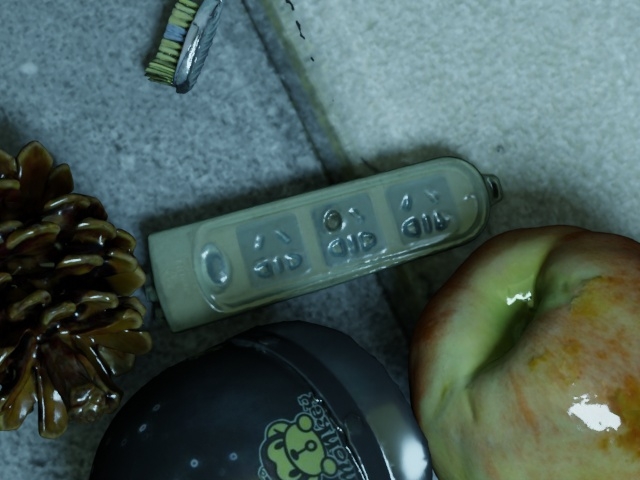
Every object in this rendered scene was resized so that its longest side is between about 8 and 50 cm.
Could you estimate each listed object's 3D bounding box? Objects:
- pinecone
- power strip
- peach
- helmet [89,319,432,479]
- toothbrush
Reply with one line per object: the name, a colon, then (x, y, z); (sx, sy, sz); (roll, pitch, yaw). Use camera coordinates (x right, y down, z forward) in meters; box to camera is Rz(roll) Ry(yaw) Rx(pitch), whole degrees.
pinecone: (-0.212, 0.047, 1.253); (0.212, 0.168, 0.186); (39, 114, 19)
power strip: (0.001, 0.000, 1.297); (0.285, 0.048, 0.080); (-15, 92, 4)
peach: (0.184, 0.119, 1.204); (0.232, 0.232, 0.257); (-37, 127, 5)
helmet: (-0.065, 0.187, 1.198); (0.279, 0.160, 0.231); (-42, 71, 44)
toothbrush: (-0.052, -0.311, 1.292); (0.042, 0.035, 0.414); (19, 94, 6)
